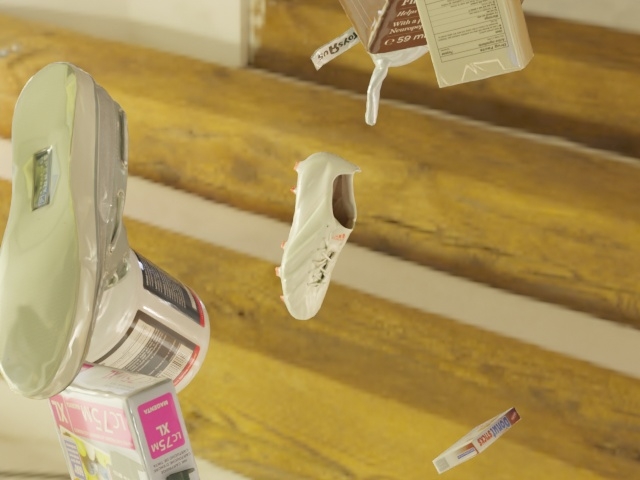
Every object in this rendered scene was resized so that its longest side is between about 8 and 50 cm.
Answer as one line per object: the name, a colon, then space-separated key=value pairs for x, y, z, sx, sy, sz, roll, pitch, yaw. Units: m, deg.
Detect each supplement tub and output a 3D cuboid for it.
supplement tub: x=-0.291 y=0.101 z=1.636 sx=0.191 sy=0.272 sz=0.191 roll=-11 pitch=-118 yaw=23

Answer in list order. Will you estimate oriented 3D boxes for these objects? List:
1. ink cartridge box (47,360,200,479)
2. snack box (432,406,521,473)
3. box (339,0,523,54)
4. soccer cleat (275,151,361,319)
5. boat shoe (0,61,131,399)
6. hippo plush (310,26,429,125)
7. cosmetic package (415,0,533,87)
ink cartridge box: x=-0.179 y=0.281 z=1.224 sx=0.065 sy=0.311 sz=0.186 roll=-25 pitch=-164 yaw=-35
snack box: x=0.205 y=0.258 z=1.569 sx=0.022 sy=0.064 sz=0.178 roll=60 pitch=-155 yaw=8
box: x=0.106 y=-0.307 z=1.110 sx=0.169 sy=0.203 sz=0.167 roll=-15 pitch=-114 yaw=-23
soccer cleat: x=0.000 y=0.000 z=1.346 sx=0.076 sy=0.196 sz=0.068 roll=16 pitch=-163 yaw=33
boat shoe: x=-0.157 y=-0.004 z=0.790 sx=0.079 sy=0.227 sz=0.081 roll=-14 pitch=155 yaw=31
hippo plush: x=0.122 y=-0.327 z=1.519 sx=0.294 sy=0.234 sz=0.236 roll=-47 pitch=-163 yaw=-7
cosmetic package: x=0.093 y=-0.162 z=0.772 sx=0.060 sy=0.115 sz=0.041 roll=-9 pitch=-163 yaw=24
